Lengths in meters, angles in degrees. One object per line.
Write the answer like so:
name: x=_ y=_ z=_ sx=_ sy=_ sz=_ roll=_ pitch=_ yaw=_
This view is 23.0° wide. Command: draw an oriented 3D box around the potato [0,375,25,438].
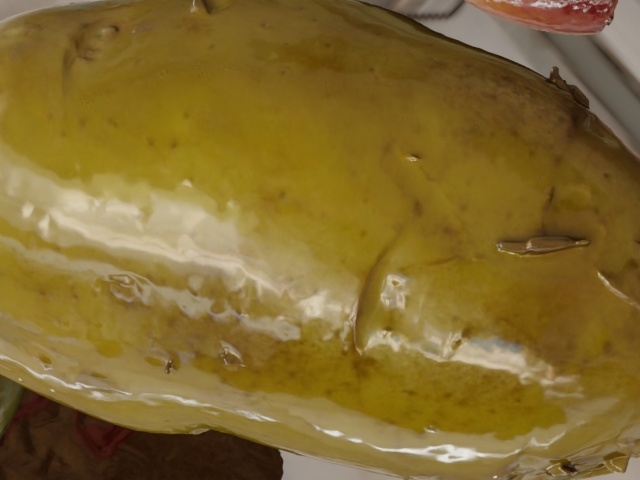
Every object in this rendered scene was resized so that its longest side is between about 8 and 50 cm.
potato: x=-0.229 y=0.040 z=0.880 sx=0.149 sy=0.251 sz=0.113 roll=21 pitch=-178 yaw=7

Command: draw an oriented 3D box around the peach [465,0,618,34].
peach: x=0.156 y=-0.244 z=1.033 sx=0.226 sy=0.196 sz=0.190 roll=55 pitch=165 yaw=-17

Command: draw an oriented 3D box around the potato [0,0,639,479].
potato: x=0.000 y=0.000 z=0.566 sx=0.300 sy=0.173 sz=0.140 roll=12 pitch=-163 yaw=3

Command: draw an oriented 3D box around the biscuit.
biscuit: x=-0.147 y=0.180 z=1.044 sx=0.257 sy=0.049 sz=0.273 roll=25 pitch=-138 yaw=-6
